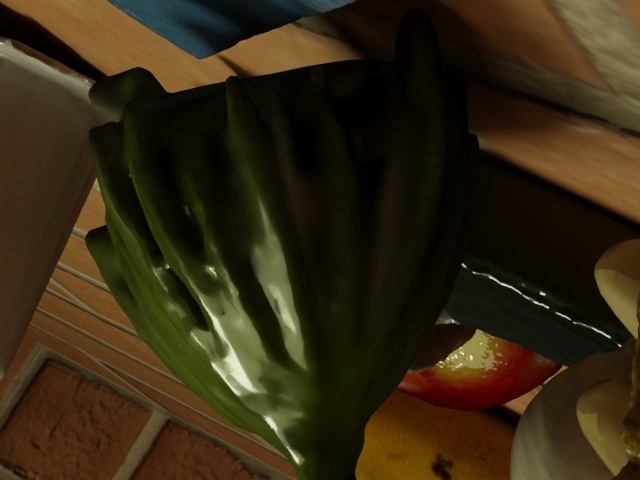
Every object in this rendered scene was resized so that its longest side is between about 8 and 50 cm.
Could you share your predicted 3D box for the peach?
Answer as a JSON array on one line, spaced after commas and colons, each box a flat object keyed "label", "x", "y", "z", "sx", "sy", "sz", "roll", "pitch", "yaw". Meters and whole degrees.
[{"label": "peach", "x": 0.039, "y": 0.048, "z": 1.304, "sx": 0.189, "sy": 0.068, "sz": 0.279, "roll": 39, "pitch": 168, "yaw": -27}]

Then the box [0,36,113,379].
[{"label": "box", "x": -0.268, "y": -0.019, "z": 1.361, "sx": 0.262, "sy": 0.206, "sz": 0.291, "roll": 18, "pitch": 167, "yaw": 9}]

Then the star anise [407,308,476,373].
[{"label": "star anise", "x": 0.000, "y": 0.000, "z": 1.123, "sx": 0.236, "sy": 0.093, "sz": 0.229, "roll": 37, "pitch": 161, "yaw": -18}]

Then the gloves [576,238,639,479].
[{"label": "gloves", "x": 0.209, "y": 0.074, "z": 0.573, "sx": 0.356, "sy": 0.203, "sz": 0.155, "roll": 11, "pitch": 135, "yaw": 47}]

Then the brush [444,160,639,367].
[{"label": "brush", "x": 0.142, "y": 0.037, "z": 0.969, "sx": 0.197, "sy": 0.059, "sz": 0.123, "roll": 27, "pitch": 170, "yaw": 23}]

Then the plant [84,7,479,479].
[{"label": "plant", "x": 0.024, "y": 0.068, "z": 0.838, "sx": 0.251, "sy": 0.180, "sz": 0.333, "roll": 77, "pitch": 170, "yaw": -70}]

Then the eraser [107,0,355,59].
[{"label": "eraser", "x": -0.055, "y": -0.136, "z": 0.768, "sx": 0.144, "sy": 0.042, "sz": 0.312, "roll": 35, "pitch": 169, "yaw": -15}]

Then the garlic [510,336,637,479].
[{"label": "garlic", "x": 0.217, "y": 0.098, "z": 0.774, "sx": 0.281, "sy": 0.184, "sz": 0.203, "roll": 6, "pitch": -173, "yaw": 22}]

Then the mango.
[{"label": "mango", "x": 0.104, "y": 0.189, "z": 1.640, "sx": 0.295, "sy": 0.120, "sz": 0.177, "roll": 28, "pitch": 177, "yaw": 27}]
